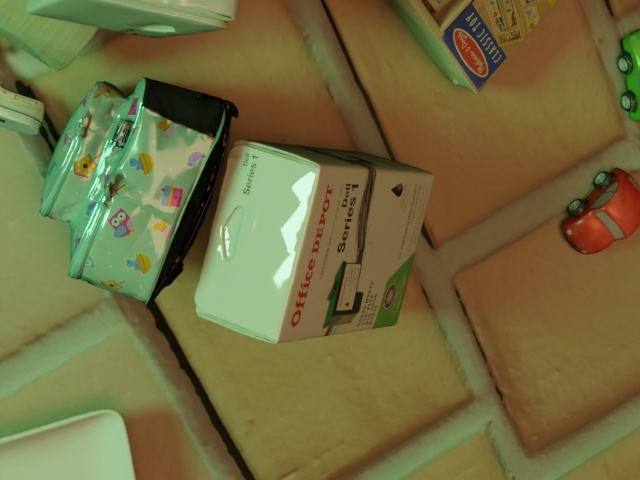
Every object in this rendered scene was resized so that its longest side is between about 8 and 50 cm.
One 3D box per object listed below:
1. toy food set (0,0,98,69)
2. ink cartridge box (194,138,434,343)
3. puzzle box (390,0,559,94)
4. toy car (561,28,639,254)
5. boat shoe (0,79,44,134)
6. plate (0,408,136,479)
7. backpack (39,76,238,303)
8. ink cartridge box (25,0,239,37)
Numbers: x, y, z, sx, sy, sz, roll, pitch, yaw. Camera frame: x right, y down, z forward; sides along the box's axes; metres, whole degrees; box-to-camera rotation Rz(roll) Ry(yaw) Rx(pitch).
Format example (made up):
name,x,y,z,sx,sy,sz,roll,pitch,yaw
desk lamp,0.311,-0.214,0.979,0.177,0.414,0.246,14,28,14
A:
name,x,y,z,sx,sy,sz,roll,pitch,yaw
toy food set,-0.225,-0.327,0.963,0.219,0.092,0.306,34,82,-23
ink cartridge box,0.000,0.000,1.050,0.219,0.092,0.160,-3,109,-59
puzzle box,0.125,-0.349,1.011,0.272,0.052,0.409,-48,135,-2
toy car,0.360,-0.111,1.229,0.239,0.053,0.225,-16,108,-15
boat shoe,-0.289,-0.125,1.012,0.100,0.035,0.035,19,69,-19
plate,-0.301,0.311,1.104,0.277,0.045,0.278,-13,107,-15
backpack,-0.163,-0.045,1.002,0.144,0.166,0.188,14,95,-12
ink cartridge box,-0.130,-0.297,0.845,0.117,0.201,0.278,5,95,-24
